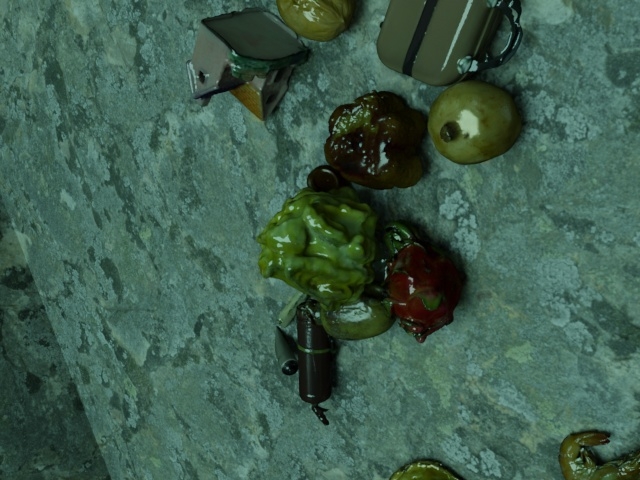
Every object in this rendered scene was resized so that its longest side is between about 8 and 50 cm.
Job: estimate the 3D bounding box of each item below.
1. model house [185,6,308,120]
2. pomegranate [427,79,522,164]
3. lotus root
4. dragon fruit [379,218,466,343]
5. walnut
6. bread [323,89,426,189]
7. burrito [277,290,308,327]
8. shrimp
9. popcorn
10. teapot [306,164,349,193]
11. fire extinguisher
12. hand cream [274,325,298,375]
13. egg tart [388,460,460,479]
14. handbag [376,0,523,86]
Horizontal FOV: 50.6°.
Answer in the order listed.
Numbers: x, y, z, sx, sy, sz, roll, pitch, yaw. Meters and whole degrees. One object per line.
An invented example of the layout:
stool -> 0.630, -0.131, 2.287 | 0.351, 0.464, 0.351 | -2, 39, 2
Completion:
model house -> -0.195, -0.426, 1.716 | 0.202, 0.237, 0.237 | 42, 133, 13
pomegranate -> 0.304, -0.236, 1.374 | 0.196, 0.196, 0.196 | 15, 115, 36
lotus root -> 0.072, 0.184, 1.748 | 0.278, 0.154, 0.154 | -11, 99, 27
dragon fruit -> 0.211, 0.093, 1.578 | 0.200, 0.198, 0.269 | -45, 73, -4
walnut -> -0.011, -0.548, 1.564 | 0.207, 0.159, 0.159 | 42, 128, 28
bread -> 0.121, -0.234, 1.576 | 0.247, 0.135, 0.232 | 10, 98, 40
burrito -> -0.076, 0.191, 1.965 | 0.185, 0.041, 0.045 | -53, 29, 40
shrimp -> 0.617, 0.478, 1.462 | 0.249, 0.068, 0.150 | -41, 73, 46
popcorn -> 0.006, 0.009, 1.601 | 0.312, 0.312, 0.312 | 15, 115, 36
teapot -> 0.018, -0.141, 1.744 | 0.098, 0.078, 0.129 | -45, 69, -4
fire extinguisher -> -0.007, 0.348, 1.907 | 0.141, 0.105, 0.341 | 26, 121, 61
hand cream -> -0.109, 0.334, 1.998 | 0.186, 0.054, 0.087 | -129, 39, -60
egg tart -> 0.290, 0.730, 1.795 | 0.297, 0.132, 0.297 | 10, 108, 33
handbag -> 0.275, -0.452, 1.359 | 0.283, 0.149, 0.301 | 36, 124, 23
